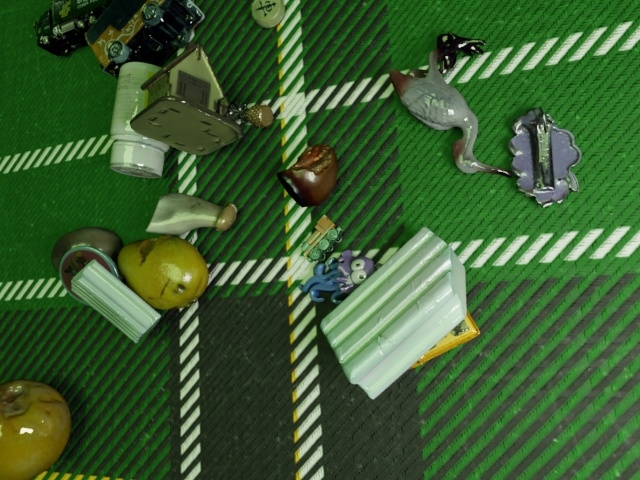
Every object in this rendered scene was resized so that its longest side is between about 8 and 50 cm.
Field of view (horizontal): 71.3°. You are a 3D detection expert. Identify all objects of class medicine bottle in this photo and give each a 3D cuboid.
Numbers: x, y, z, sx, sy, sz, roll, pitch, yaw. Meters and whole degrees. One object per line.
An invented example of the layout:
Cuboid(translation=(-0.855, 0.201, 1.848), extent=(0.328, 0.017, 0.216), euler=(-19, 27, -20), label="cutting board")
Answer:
Cuboid(translation=(-0.442, -0.293, 1.113), extent=(0.143, 0.143, 0.258), euler=(6, 86, 20), label="medicine bottle")

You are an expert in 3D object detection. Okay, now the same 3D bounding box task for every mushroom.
Cuboid(translation=(-0.624, 0.035, 1.162), extent=(0.188, 0.117, 0.141), euler=(-28, 64, 19), label="mushroom")
Cuboid(translation=(-0.310, -0.059, 1.071), extent=(0.225, 0.093, 0.116), euler=(1, 49, 3), label="mushroom")

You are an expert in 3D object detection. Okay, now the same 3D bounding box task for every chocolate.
Cuboid(translation=(-0.018, -0.147, 0.956), extent=(0.133, 0.127, 0.124), euler=(-39, 62, -5), label="chocolate")

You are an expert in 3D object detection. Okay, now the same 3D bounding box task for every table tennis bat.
Cuboid(translation=(-0.537, 0.117, 1.106), extent=(0.244, 0.040, 0.153), euler=(44, 106, -5), label="table tennis bat")

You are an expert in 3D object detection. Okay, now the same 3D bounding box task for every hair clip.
Cuboid(translation=(0.422, -0.159, 0.838), extent=(0.124, 0.052, 0.195), euler=(-7, 82, 18), label="hair clip")

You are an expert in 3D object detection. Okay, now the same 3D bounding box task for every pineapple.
Cuboid(translation=(-0.173, -0.301, 1.074), extent=(0.124, 0.058, 0.058), euler=(14, 88, 34), label="pineapple")

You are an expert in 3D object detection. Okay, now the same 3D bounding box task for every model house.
Cuboid(translation=(-0.289, -0.370, 1.024), extent=(0.218, 0.205, 0.279), euler=(-8, 73, 44), label="model house")

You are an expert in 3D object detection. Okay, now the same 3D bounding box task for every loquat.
Cuboid(translation=(-0.736, 0.467, 1.091), extent=(0.244, 0.244, 0.244), euler=(-2, 83, 19), label="loquat")

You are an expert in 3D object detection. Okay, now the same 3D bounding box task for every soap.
Cuboid(translation=(-0.470, 0.143, 1.026), extent=(0.198, 0.119, 0.066), euler=(42, 54, -6), label="soap")
Cuboid(translation=(0.148, 0.128, 0.829), extent=(0.289, 0.095, 0.173), euler=(-43, 31, 4), label="soap")

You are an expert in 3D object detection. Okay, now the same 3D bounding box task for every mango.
Cuboid(translation=(-0.379, 0.070, 1.054), extent=(0.262, 0.130, 0.167), euler=(4, 94, 29), label="mango")

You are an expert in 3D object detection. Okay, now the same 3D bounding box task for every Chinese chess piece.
Cuboid(translation=(-0.128, -0.563, 1.090), extent=(0.084, 0.034, 0.084), euler=(-2, 83, 18), label="Chinese chess piece")

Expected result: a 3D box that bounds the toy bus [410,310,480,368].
Cuboid(translation=(0.217, 0.188, 0.858), extent=(0.162, 0.074, 0.070), euler=(-31, 74, 14), label="toy bus")

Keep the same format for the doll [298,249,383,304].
Cuboid(translation=(0.039, 0.082, 0.941), extent=(0.206, 0.067, 0.110), euler=(-20, 68, 27), label="doll")

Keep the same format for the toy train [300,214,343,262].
Cuboid(translation=(0.000, 0.000, 0.975), extent=(0.103, 0.044, 0.064), euler=(-48, 68, 6), label="toy train")

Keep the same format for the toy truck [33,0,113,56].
Cuboid(translation=(-0.683, -0.620, 1.267), extent=(0.259, 0.088, 0.121), euler=(-12, 81, 17), label="toy truck")

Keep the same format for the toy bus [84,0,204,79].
Cuboid(translation=(-0.453, -0.552, 1.152), extent=(0.275, 0.138, 0.167), euler=(-40, 71, 13), label="toy bus")

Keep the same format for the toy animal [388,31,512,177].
Cuboid(translation=(0.251, -0.266, 0.892), extent=(0.195, 0.090, 0.324), euler=(-11, 82, 9), label="toy animal")
